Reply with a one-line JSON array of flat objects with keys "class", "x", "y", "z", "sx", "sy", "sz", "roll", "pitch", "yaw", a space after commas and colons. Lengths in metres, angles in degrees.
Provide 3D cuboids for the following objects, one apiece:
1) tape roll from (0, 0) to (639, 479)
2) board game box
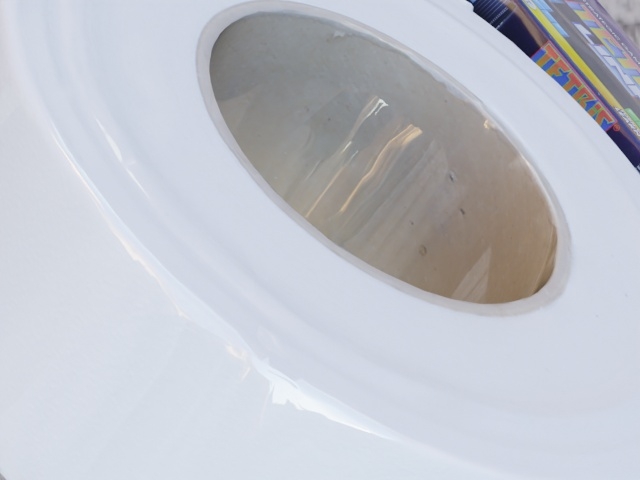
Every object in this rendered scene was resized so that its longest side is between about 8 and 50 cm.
[{"class": "tape roll", "x": 0.000, "y": 0.000, "z": 0.567, "sx": 0.100, "sy": 0.286, "sz": 0.286, "roll": -53, "pitch": 57, "yaw": 32}, {"class": "board game box", "x": 0.128, "y": -0.060, "z": 0.749, "sx": 0.048, "sy": 0.141, "sz": 0.170, "roll": -43, "pitch": 77, "yaw": 24}]
